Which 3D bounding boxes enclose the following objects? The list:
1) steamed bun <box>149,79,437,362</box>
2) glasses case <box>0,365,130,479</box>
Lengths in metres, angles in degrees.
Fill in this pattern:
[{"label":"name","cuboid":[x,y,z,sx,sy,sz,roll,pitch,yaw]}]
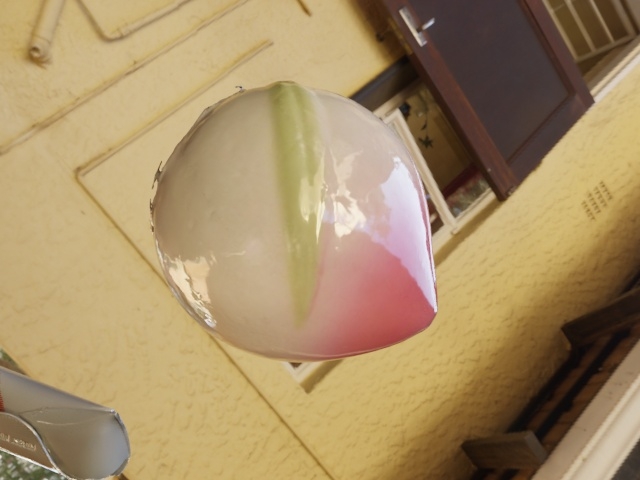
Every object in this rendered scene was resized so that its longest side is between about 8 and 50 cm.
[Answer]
[{"label":"steamed bun","cuboid":[0.000,0.000,0.534,0.309,0.309,0.309,-35,-166,10]},{"label":"glasses case","cuboid":[-0.448,0.277,0.772,0.083,0.308,0.128,-60,165,-61]}]
